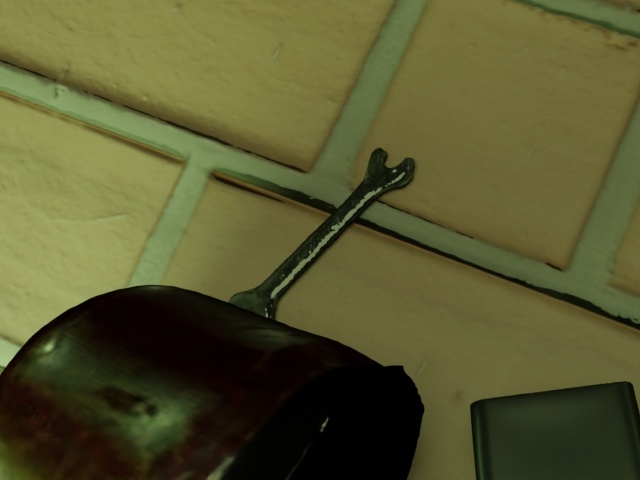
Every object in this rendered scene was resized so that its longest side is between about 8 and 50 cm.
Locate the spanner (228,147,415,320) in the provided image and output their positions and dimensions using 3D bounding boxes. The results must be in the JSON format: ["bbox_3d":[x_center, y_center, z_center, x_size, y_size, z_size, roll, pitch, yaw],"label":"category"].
[{"bbox_3d":[0.000,0.000,1.382,0.254,0.015,0.054,-46,66,-5],"label":"spanner"}]

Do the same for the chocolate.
[{"bbox_3d":[-0.132,0.202,1.156,0.331,0.383,0.383,27,79,20],"label":"chocolate"}]

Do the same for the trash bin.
[{"bbox_3d":[0.222,0.251,1.190,0.165,0.115,0.225,-9,68,9],"label":"trash bin"}]
